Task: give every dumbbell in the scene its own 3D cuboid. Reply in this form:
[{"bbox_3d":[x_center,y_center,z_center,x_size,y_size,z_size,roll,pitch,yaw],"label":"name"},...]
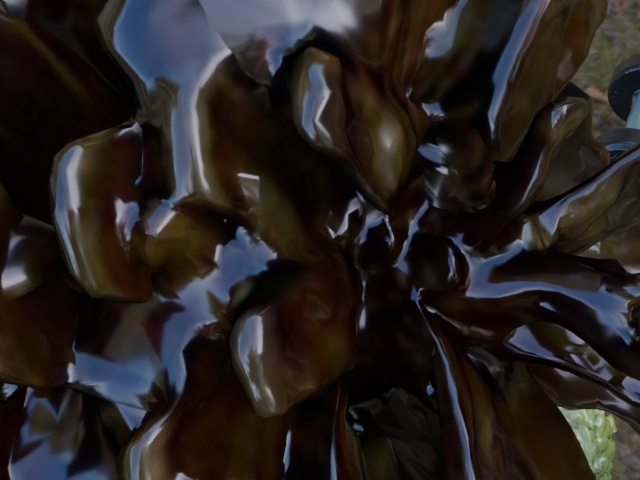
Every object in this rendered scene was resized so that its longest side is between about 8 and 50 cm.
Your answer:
[{"bbox_3d":[0.388,-0.138,1.337,0.100,0.100,0.191,37,49,-10],"label":"dumbbell"}]

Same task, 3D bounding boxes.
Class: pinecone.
[{"bbox_3d":[-0.012,0.021,0.496,0.398,0.398,0.397,-1,93,-10],"label":"pinecone"}]

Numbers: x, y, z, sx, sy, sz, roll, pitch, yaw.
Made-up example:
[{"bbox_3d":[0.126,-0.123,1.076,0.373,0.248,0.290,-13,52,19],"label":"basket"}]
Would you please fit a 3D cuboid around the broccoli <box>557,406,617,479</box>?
[{"bbox_3d":[0.181,0.186,1.283,0.293,0.348,0.280,5,82,-3],"label":"broccoli"}]
